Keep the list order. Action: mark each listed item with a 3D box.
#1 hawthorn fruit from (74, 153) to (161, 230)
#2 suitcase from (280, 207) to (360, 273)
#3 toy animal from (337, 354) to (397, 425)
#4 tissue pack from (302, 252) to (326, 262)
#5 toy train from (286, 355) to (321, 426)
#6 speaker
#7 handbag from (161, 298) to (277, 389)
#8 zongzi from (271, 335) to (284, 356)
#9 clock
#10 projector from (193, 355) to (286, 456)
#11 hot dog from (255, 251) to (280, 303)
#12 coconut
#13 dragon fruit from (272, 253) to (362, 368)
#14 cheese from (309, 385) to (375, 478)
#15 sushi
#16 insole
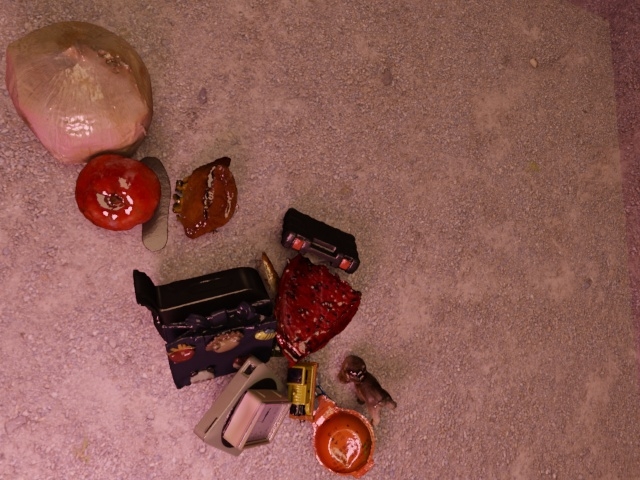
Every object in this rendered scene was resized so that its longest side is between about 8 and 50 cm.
[{"bbox_3d":[-0.593,-0.131,1.224,0.241,0.271,0.242,-6,107,-22],"label":"hawthorn fruit"},{"bbox_3d":[0.000,0.000,1.476,0.285,0.206,0.066,23,116,-15],"label":"suitcase"},{"bbox_3d":[0.157,0.510,1.437,0.121,0.233,0.169,-32,132,-13],"label":"toy animal"},{"bbox_3d":[-0.013,0.054,1.541,0.108,0.023,0.056,-7,82,-22],"label":"tissue pack"},{"bbox_3d":[-0.061,0.478,1.336,0.089,0.127,0.220,-3,70,23],"label":"toy train"},{"bbox_3d":[-0.349,0.162,1.278,0.387,0.184,0.180,-12,44,-23],"label":"speaker"},{"bbox_3d":[-0.288,0.301,1.217,0.303,0.329,0.122,-11,59,-21],"label":"handbag"},{"bbox_3d":[-0.171,0.343,1.414,0.113,0.052,0.104,-2,71,-7],"label":"zongzi"},{"bbox_3d":[-0.177,0.512,1.208,0.071,0.192,0.147,25,82,29],"label":"clock"},{"bbox_3d":[-0.235,0.502,1.264,0.079,0.259,0.257,25,65,31],"label":"projector"},{"bbox_3d":[-0.171,0.130,1.431,0.053,0.099,0.192,-20,91,7],"label":"hot dog"},{"bbox_3d":[-0.683,-0.437,1.215,0.404,0.404,0.405,4,77,-19],"label":"coconut"},{"bbox_3d":[-0.065,0.257,1.396,0.286,0.228,0.329,34,61,11],"label":"dragon fruit"},{"bbox_3d":[0.048,0.627,1.381,0.217,0.129,0.329,-40,80,-4],"label":"cheese"},{"bbox_3d":[-0.377,-0.148,1.389,0.166,0.179,0.297,6,92,-43],"label":"sushi"},{"bbox_3d":[-0.554,-0.125,1.389,0.111,0.007,0.328,-3,80,-20],"label":"insole"}]
